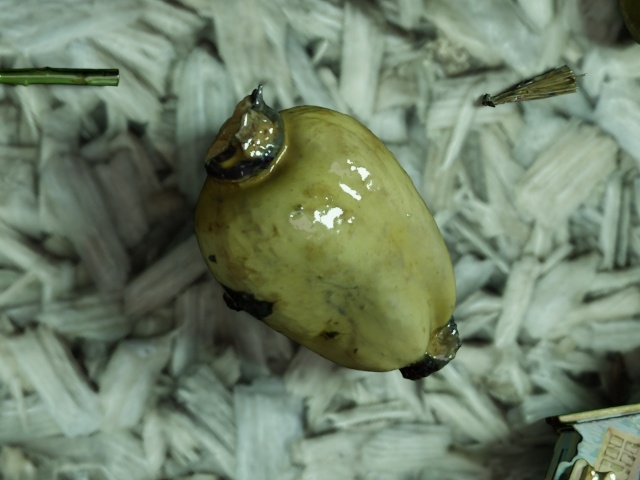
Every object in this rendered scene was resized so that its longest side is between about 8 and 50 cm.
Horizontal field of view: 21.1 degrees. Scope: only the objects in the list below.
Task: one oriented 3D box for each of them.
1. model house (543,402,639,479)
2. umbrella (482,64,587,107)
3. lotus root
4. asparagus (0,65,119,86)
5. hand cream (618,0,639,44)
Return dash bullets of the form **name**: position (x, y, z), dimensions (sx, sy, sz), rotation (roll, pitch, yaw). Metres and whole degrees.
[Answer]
- **model house**: position (0.313, 0.143, 1.273), dimensions (0.271, 0.178, 0.206), rotation (23, 80, 1)
- **umbrella**: position (0.161, -0.113, 1.288), dimensions (0.083, 0.031, 0.020), rotation (-11, 133, -8)
- **lotus root**: position (0.000, 0.000, 1.215), dimensions (0.154, 0.140, 0.257), rotation (-47, 115, -15)
- **asparagus**: position (-0.206, -0.115, 1.214), dimensions (0.127, 0.018, 0.015), rotation (-2, 139, -9)
- **hand cream**: position (0.326, -0.197, 1.288), dimensions (0.203, 0.084, 0.084), rotation (-10, 101, -17)
